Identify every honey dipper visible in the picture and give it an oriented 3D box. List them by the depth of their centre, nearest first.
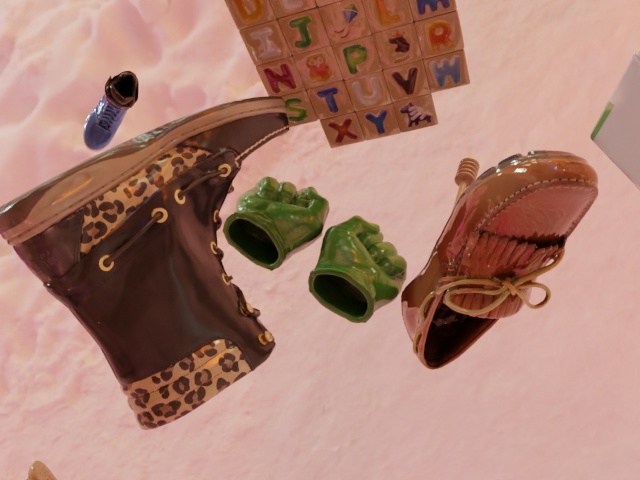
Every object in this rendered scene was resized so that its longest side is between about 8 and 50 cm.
[{"bbox_3d":[0.189,-0.053,0.846,0.031,0.030,0.160,1,46,28],"label":"honey dipper"}]

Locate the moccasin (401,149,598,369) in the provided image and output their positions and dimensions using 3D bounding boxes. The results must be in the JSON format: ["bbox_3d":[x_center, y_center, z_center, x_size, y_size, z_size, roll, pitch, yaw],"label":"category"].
[{"bbox_3d":[0.194,0.042,0.728,0.380,0.139,0.146,122,152,-50],"label":"moccasin"}]

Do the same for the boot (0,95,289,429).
[{"bbox_3d":[-0.138,0.006,0.724,0.138,0.377,0.284,-13,107,46],"label":"boot"}]

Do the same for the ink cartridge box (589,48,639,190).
[{"bbox_3d":[0.306,-0.127,0.396,0.219,0.160,0.092,-38,74,6],"label":"ink cartridge box"}]

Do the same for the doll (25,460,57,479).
[{"bbox_3d":[-0.316,0.274,0.531,0.189,0.046,0.129,-36,16,-11],"label":"doll"}]

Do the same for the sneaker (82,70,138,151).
[{"bbox_3d":[-0.365,-0.228,1.071,0.152,0.058,0.085,-62,19,-12],"label":"sneaker"}]

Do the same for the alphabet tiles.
[{"bbox_3d":[0.041,-0.272,0.829,0.286,0.342,0.011,-10,45,17],"label":"alphabet tiles"}]

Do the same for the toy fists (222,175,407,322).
[{"bbox_3d":[0.000,0.000,0.914,0.279,0.142,0.096,30,128,11],"label":"toy fists"}]
